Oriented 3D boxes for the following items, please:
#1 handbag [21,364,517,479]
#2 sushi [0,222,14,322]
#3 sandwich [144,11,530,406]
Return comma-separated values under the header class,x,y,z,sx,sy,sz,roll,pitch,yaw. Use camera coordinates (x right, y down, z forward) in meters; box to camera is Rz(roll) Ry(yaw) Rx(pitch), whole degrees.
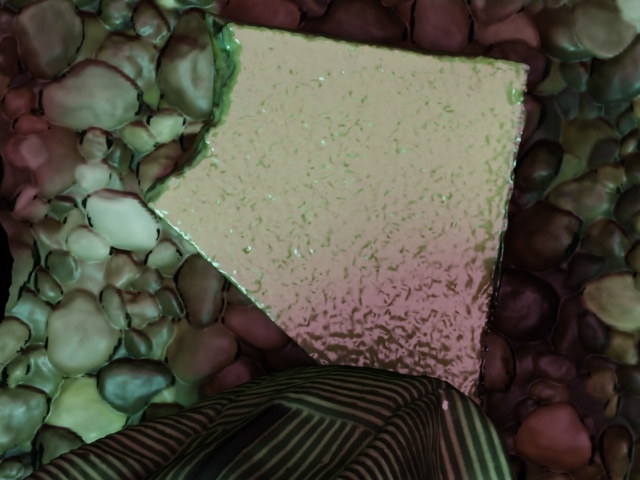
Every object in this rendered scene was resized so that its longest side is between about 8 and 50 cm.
class,x,y,z,sx,sy,sz,roll,pitch,yaw
handbag,-0.033,0.239,0.987,0.240,0.247,0.341,-3,97,-49
sushi,-0.317,0.078,1.022,0.211,0.171,0.350,44,89,-5
sandwich,0.000,0.000,1.102,0.212,0.063,0.245,9,93,-2
